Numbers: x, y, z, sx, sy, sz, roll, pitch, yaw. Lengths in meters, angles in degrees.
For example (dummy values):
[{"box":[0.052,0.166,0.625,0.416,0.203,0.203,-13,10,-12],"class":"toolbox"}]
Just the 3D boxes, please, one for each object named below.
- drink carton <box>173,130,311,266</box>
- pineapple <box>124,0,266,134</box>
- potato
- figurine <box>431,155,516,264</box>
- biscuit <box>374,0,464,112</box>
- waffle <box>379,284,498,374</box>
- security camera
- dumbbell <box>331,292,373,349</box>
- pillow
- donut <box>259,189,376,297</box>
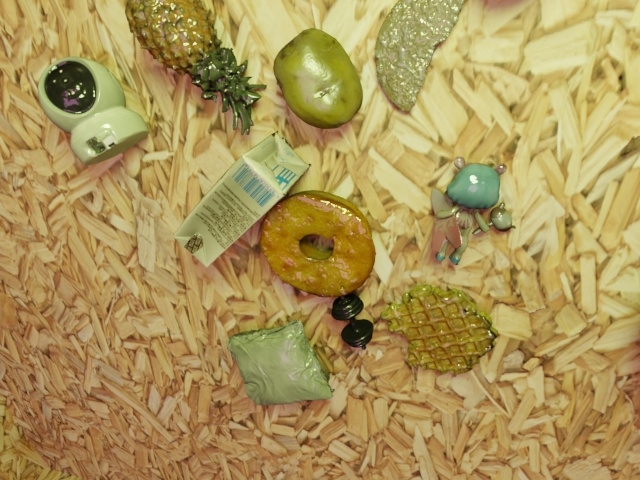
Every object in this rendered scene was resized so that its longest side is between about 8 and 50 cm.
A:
[{"box":[-0.195,-0.101,1.026,0.132,0.194,0.324,45,122,-8],"class":"drink carton"},{"box":[-0.249,-0.387,0.906,0.169,0.169,0.340,-32,108,30],"class":"pineapple"},{"box":[-0.003,-0.329,0.867,0.154,0.137,0.200,-28,106,28],"class":"potato"},{"box":[0.344,-0.051,0.934,0.205,0.103,0.260,16,122,9],"class":"figurine"},{"box":[0.179,-0.396,0.833,0.133,0.032,0.250,27,124,3],"class":"biscuit"},{"box":[0.323,0.254,1.145,0.301,0.058,0.281,40,121,-5],"class":"waffle"},{"box":[-0.568,-0.329,1.026,0.194,0.194,0.236,-21,105,27],"class":"security camera"},{"box":[0.092,0.228,1.179,0.099,0.099,0.208,-13,113,24],"class":"dumbbell"},{"box":[-0.139,0.395,1.331,0.310,0.138,0.283,-15,105,23],"class":"pillow"},{"box":[0.000,0.000,1.071,0.303,0.110,0.303,7,120,13],"class":"donut"}]
